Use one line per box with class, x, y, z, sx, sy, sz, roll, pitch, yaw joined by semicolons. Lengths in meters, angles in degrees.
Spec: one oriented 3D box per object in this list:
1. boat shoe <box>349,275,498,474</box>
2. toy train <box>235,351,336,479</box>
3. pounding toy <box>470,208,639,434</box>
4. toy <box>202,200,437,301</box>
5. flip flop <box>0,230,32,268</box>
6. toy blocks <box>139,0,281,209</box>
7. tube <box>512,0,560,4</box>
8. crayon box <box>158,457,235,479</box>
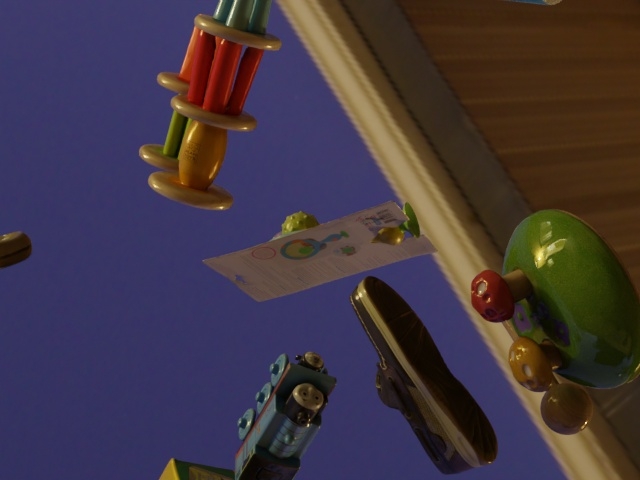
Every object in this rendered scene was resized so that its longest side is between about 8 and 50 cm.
boat shoe;0.090;0.142;1.143;0.223;0.073;0.080;54;-154;-2
toy train;-0.044;0.221;1.378;0.080;0.184;0.105;20;-149;-17
pounding toy;0.203;0.088;1.090;0.110;0.237;0.183;-23;-119;-20
toy;0.000;0.000;1.307;0.137;0.237;0.056;43;-141;-54
flip flop;-0.408;0.008;1.174;0.277;0.112;0.080;-19;-77;-61
toy blocks;-0.064;-0.106;0.694;0.054;0.148;0.123;13;-165;-18
tube;0.048;-0.173;0.667;0.207;0.052;0.080;14;-139;36
crayon box;-0.162;0.489;1.308;0.106;0.313;0.363;20;-159;-28
